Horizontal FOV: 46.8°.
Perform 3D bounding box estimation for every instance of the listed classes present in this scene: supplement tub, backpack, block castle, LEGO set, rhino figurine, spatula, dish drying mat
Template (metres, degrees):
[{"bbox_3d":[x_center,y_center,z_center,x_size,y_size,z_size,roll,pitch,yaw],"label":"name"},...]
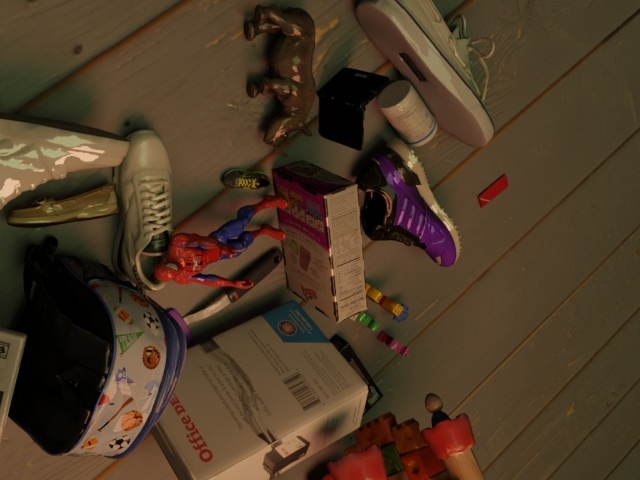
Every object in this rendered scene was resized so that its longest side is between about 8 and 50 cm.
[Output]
[{"bbox_3d":[0.155,-0.224,1.312,0.071,0.071,0.107,-50,128,-8],"label":"supplement tub"},{"bbox_3d":[-0.312,0.171,1.012,0.213,0.263,0.276,14,99,-39],"label":"backpack"},{"bbox_3d":[0.052,0.441,1.297,0.303,0.212,0.453,-6,155,-39],"label":"block castle"},{"bbox_3d":[0.122,0.146,1.424,0.227,0.093,0.087,37,85,-39],"label":"LEGO set"},{"bbox_3d":[-0.054,-0.245,1.152,0.106,0.073,0.243,-14,117,-28],"label":"rhino figurine"},{"bbox_3d":[-0.175,0.108,1.235,0.296,0.030,0.084,-37,127,-19],"label":"spatula"},{"bbox_3d":[0.363,-0.103,1.551,0.083,0.008,0.032,-37,125,-18],"label":"dish drying mat"}]

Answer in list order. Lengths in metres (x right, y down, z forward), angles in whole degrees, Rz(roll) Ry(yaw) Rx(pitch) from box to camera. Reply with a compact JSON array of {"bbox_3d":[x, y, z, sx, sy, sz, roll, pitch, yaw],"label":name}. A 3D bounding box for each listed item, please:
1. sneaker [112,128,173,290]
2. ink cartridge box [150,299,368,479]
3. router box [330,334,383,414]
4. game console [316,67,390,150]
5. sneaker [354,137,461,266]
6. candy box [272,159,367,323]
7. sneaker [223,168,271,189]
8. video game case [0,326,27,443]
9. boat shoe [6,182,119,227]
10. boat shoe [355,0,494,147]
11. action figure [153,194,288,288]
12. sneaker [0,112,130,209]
[{"bbox_3d":[-0.248,-0.044,1.081,0.090,0.095,0.235,-7,111,-32],"label":"sneaker"},{"bbox_3d":[-0.113,0.264,1.204,0.307,0.223,0.129,-23,142,-27],"label":"ink cartridge box"},{"bbox_3d":[0.033,0.290,1.449,0.133,0.046,0.179,-42,127,-14],"label":"router box"},{"bbox_3d":[0.054,-0.217,1.208,0.107,0.122,0.071,-45,129,-14],"label":"game console"},{"bbox_3d":[0.149,-0.038,1.373,0.146,0.102,0.293,-41,122,-11],"label":"sneaker"},{"bbox_3d":[0.000,0.000,1.234,0.071,0.159,0.233,-20,120,-28],"label":"candy box"},{"bbox_3d":[-0.116,-0.098,1.190,0.083,0.035,0.031,-8,112,-33],"label":"sneaker"},{"bbox_3d":[-0.489,0.177,0.941,0.190,0.022,0.173,16,98,-6],"label":"video game case"},{"bbox_3d":[-0.359,-0.048,1.028,0.153,0.056,0.048,-11,91,-31],"label":"boat shoe"},{"bbox_3d":[0.218,-0.328,1.290,0.367,0.136,0.156,43,77,-29],"label":"boat shoe"},{"bbox_3d":[-0.120,0.013,1.106,0.280,0.139,0.091,-28,128,-49],"label":"action figure"},{"bbox_3d":[-0.400,-0.076,0.949,0.293,0.108,0.169,2,102,-26],"label":"sneaker"}]
